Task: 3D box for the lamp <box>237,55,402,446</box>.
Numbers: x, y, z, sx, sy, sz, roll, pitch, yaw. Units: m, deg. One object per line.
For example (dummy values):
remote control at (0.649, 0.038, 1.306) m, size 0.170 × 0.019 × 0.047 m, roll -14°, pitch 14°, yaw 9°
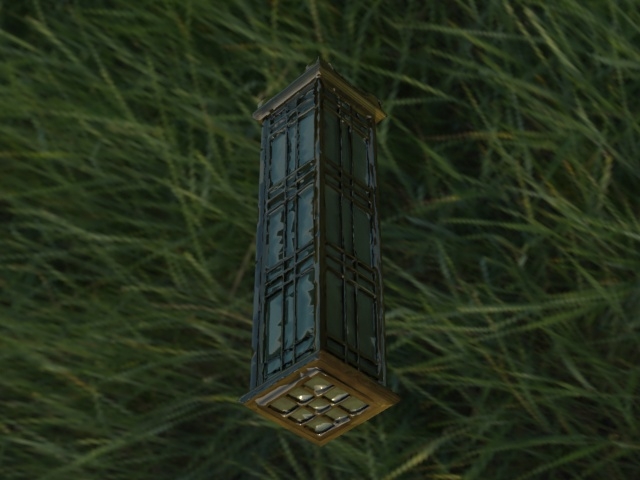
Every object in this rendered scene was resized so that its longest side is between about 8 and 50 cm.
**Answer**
lamp at (0.000, 0.000, 1.068) m, size 0.089 × 0.090 × 0.325 m, roll -34°, pitch 39°, yaw 33°
